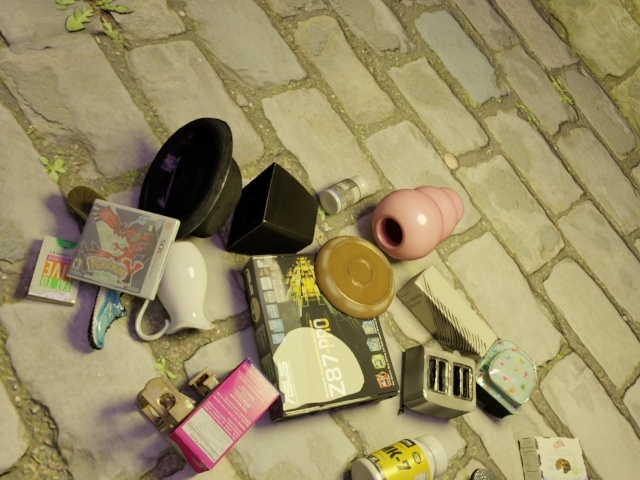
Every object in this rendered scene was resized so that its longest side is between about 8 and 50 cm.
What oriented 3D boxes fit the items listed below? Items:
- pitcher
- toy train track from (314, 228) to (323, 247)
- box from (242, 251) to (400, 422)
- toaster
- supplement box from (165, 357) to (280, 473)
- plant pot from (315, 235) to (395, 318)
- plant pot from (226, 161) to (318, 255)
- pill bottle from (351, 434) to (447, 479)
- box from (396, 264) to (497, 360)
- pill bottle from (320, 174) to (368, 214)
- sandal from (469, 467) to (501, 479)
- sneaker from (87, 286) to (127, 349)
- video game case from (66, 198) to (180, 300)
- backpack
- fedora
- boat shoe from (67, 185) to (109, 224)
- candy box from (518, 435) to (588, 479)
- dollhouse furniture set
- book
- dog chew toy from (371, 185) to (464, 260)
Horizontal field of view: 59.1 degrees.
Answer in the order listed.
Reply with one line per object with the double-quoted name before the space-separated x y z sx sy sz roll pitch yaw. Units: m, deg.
"pitcher" -0.342 0.117 1.289 0.178 0.125 0.207 -10 81 -15
"toy train track" 0.000 0.000 1.573 0.048 0.014 0.083 -22 77 -33
"box" -0.003 0.223 1.407 0.318 0.097 0.394 -2 65 -26
"toaster" 0.306 0.374 1.476 0.168 0.110 0.185 18 59 -16
"supplement box" -0.209 0.376 1.217 0.114 0.111 0.220 48 55 2
"plant pot" 0.099 0.086 1.459 0.236 0.032 0.236 13 58 -23
"plant pot" -0.111 -0.057 1.454 0.167 0.188 0.187 25 56 -27
"pill bottle" 0.188 0.539 1.327 0.209 0.119 0.119 -11 70 -31
"box" 0.352 0.210 1.583 0.275 0.113 0.094 47 56 4
"pill bottle" 0.071 -0.135 1.639 0.137 0.078 0.078 -32 82 -35
"sandal" 0.452 0.690 1.430 0.097 0.054 0.254 -39 95 -28
"sneaker" -0.460 0.161 1.233 0.073 0.063 0.162 16 59 -22
"video game case" -0.430 0.018 1.233 0.201 0.023 0.183 14 78 8
"backpack" 0.506 0.369 1.561 0.166 0.144 0.188 39 51 3
"fedora" -0.291 -0.128 1.380 0.152 0.334 0.333 33 48 -47
"boat shoe" -0.489 -0.036 1.311 0.224 0.073 0.080 39 61 1
"candy box" 0.638 0.637 1.530 0.165 0.070 0.196 10 62 -22
"dollhouse furniture set" -0.286 0.298 1.175 0.101 0.182 0.161 48 55 2
"book" -0.576 0.067 1.245 0.096 0.035 0.144 15 58 -24
"dog chew toy" 0.304 -0.068 1.655 0.332 0.206 0.206 -22 76 -41
